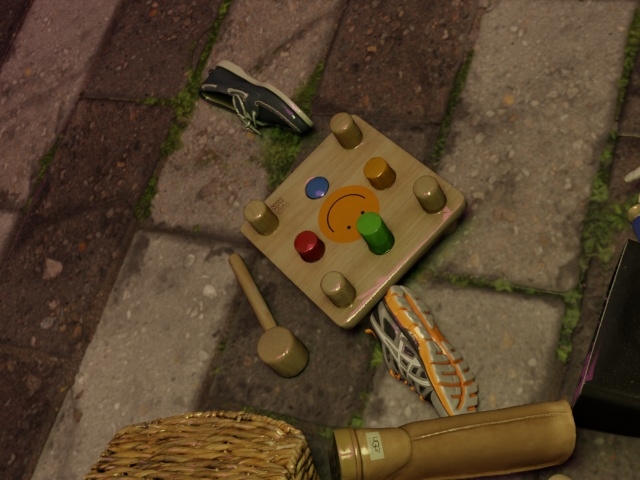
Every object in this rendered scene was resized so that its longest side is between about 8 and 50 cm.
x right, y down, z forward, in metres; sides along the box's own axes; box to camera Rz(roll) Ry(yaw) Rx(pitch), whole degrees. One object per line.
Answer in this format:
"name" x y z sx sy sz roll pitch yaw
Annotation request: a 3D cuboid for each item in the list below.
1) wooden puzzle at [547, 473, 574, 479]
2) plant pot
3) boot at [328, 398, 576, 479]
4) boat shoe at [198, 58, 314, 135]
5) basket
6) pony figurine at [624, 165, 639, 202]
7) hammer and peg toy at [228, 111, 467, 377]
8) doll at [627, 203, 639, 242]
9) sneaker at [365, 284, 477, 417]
"wooden puzzle" 0.297 0.416 0.990 0.221 0.044 0.239 30 75 33
"plant pot" 0.396 0.134 1.015 0.167 0.187 0.188 17 72 16
"boot" 0.149 0.270 1.073 0.269 0.236 0.089 -7 66 -6
"boat shoe" -0.113 -0.225 1.467 0.254 0.095 0.079 35 80 35
"basket" -0.142 0.371 1.173 0.299 0.223 0.213 -4 30 22
"pony figurine" 0.573 -0.190 1.067 0.351 0.303 0.363 7 62 52
"hammer and peg toy" 0.000 0.000 1.280 0.361 0.127 0.266 -45 56 -3
"doll" 0.465 0.025 1.111 0.129 0.046 0.189 -26 57 11
"sneaker" 0.133 0.164 1.176 0.083 0.084 0.215 -45 55 26
